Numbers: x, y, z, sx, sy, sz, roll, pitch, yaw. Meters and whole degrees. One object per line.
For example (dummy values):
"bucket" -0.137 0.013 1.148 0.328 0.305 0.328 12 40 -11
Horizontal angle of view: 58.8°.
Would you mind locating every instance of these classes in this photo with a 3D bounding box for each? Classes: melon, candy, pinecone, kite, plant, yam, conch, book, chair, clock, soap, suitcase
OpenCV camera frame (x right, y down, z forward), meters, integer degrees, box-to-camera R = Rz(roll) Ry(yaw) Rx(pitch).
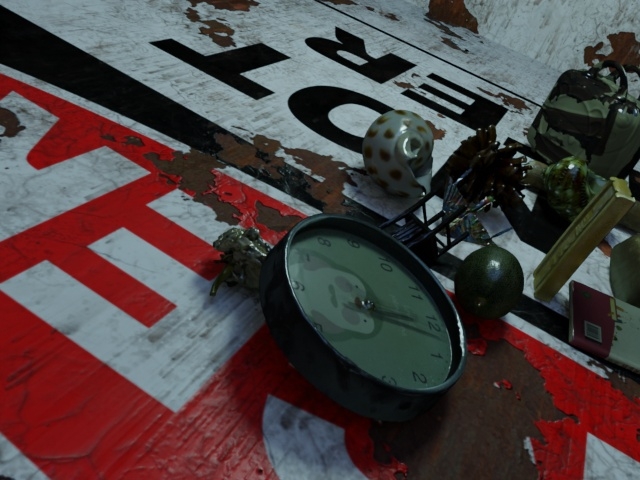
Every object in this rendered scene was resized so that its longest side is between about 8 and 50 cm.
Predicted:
"melon" 0.289 0.071 0.972 0.114 0.114 0.167 31 32 13
"candy" 0.681 0.077 1.192 0.102 0.104 0.234 26 34 -2
"pinecone" 0.384 -0.154 1.284 0.195 0.179 0.150 49 6 0
"kite" 0.308 -0.054 1.193 0.160 0.010 0.183 -33 88 -20
"plant" -0.126 0.041 0.842 0.122 0.104 0.116 -42 28 -25
"yam" 0.697 -0.120 1.496 0.356 0.081 0.081 24 34 3
"conch" 0.639 -0.124 1.411 0.187 0.124 0.181 -8 67 -36
"book" 0.567 0.174 1.047 0.231 0.022 0.162 24 44 2
"chair" 0.167 0.001 1.052 0.212 0.101 0.084 -35 54 -9
"conch" 0.171 -0.193 1.245 0.148 0.183 0.275 -2 20 22
"clock" 0.068 0.094 0.800 0.318 0.066 0.319 25 36 -20
"soap" 0.481 -0.001 1.055 0.037 0.252 0.092 27 33 2
"suitcase" 0.782 -0.333 1.604 0.194 0.339 0.351 9 35 -18
